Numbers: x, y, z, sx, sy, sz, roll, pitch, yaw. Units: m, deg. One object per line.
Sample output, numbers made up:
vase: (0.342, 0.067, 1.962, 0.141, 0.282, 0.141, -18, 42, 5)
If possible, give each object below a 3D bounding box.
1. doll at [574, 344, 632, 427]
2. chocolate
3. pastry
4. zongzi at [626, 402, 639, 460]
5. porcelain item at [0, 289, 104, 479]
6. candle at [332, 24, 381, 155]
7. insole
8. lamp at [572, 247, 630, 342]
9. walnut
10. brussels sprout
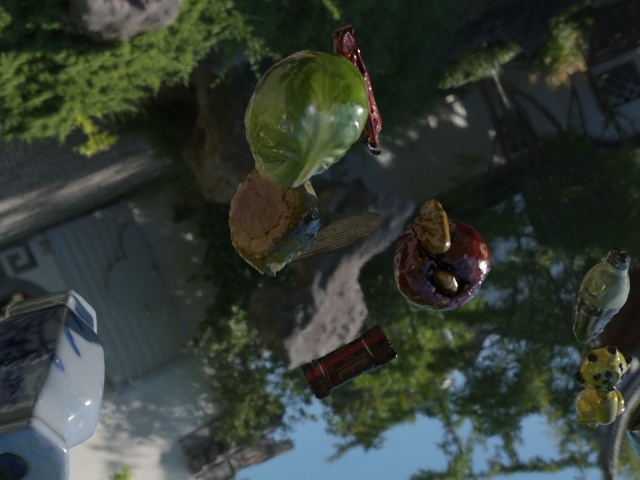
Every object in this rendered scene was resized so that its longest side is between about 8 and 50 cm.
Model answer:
doll: (0.574, 0.299, 1.805, 0.117, 0.086, 0.291, -16, 141, 5)
chocolate: (0.056, 0.238, 1.734, 0.182, 0.086, 0.028, -31, 155, -3)
pastry: (-0.108, -0.058, 2.086, 0.120, 0.236, 0.257, 16, 125, -48)
zongzi: (0.905, 0.581, 2.376, 0.160, 0.323, 0.360, -6, -173, 37)
porcelain item: (-0.489, 0.247, 1.508, 0.242, 0.179, 0.405, -14, -150, 2)
candle: (0.081, -0.297, 1.809, 0.059, 0.302, 0.084, -10, -140, 11)
insole: (0.000, 0.000, 2.336, 0.348, 0.009, 0.119, -19, -141, -4)
lamp: (0.589, 0.121, 1.870, 0.101, 0.101, 0.250, -26, 142, -43)
walnut: (0.264, 0.023, 2.012, 0.221, 0.244, 0.269, -20, -161, 6)
brussels sprout: (-0.027, -0.216, 1.546, 0.244, 0.244, 0.244, -23, -177, 1)
